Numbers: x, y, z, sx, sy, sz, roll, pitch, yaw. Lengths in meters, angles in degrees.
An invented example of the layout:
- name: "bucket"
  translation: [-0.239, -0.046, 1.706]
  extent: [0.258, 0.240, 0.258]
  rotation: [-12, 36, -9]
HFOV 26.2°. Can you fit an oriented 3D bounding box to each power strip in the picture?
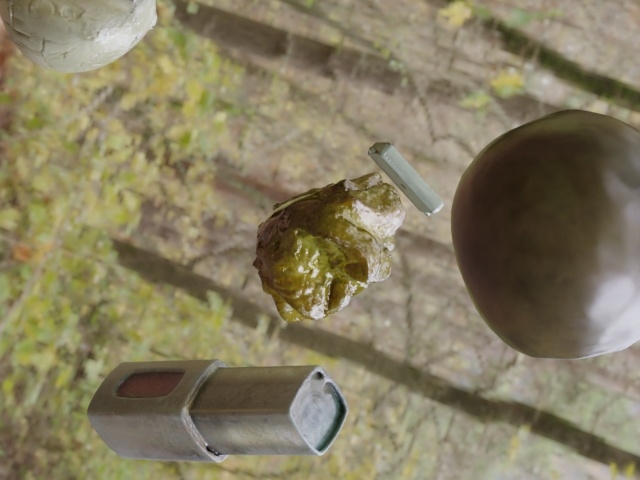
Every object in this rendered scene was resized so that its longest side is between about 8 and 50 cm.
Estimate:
- name: "power strip"
  translation: [0.080, -0.059, 1.292]
  extent: [0.016, 0.090, 0.040]
  rotation: [-46, -165, -9]

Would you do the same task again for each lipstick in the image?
- name: "lipstick"
  translation: [-0.093, 0.152, 1.215]
  extent: [0.077, 0.252, 0.079]
  rotation: [57, 49, -28]

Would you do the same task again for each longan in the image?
- name: "longan"
  translation: [0.296, -0.003, 1.609]
  extent: [0.297, 0.297, 0.297]
  rotation: [20, 90, -79]

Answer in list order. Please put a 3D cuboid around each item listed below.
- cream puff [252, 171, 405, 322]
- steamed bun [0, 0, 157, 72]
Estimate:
- name: "cream puff"
  translation: [0.000, 0.000, 0.672]
  extent: [0.083, 0.058, 0.083]
  rotation: [5, -105, 55]
- name: "steamed bun"
  translation: [-0.205, -0.189, 1.137]
  extent: [0.112, 0.130, 0.091]
  rotation: [-48, 161, -34]
